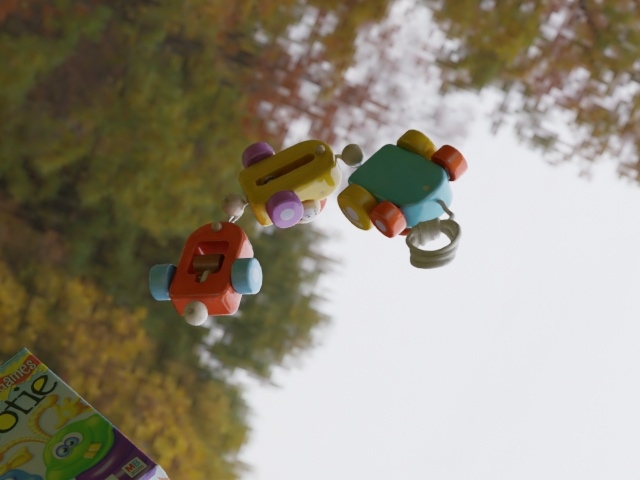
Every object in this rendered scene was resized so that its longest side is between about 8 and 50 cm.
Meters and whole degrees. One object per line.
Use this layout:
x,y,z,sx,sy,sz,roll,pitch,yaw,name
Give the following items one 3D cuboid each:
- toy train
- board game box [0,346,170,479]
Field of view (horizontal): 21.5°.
0.000,0.000,0.880,0.166,0.046,0.125,-7,-135,17,toy train
-0.239,0.237,1.559,0.142,0.144,0.275,-39,-143,-17,board game box
